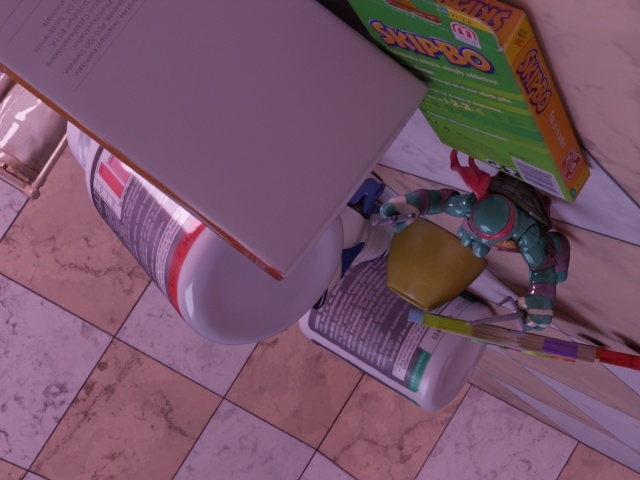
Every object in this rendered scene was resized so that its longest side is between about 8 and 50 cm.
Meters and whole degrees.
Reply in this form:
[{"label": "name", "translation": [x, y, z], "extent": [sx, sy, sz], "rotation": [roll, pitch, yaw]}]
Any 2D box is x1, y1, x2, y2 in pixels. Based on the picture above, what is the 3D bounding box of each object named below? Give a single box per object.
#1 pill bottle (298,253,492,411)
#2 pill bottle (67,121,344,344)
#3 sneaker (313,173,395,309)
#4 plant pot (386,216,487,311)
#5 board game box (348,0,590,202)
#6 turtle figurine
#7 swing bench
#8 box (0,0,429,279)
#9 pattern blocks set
[{"label": "pill bottle", "translation": [0.093, 0.120, 1.816], "extent": [0.361, 0.204, 0.204], "rotation": [29, 173, 25]}, {"label": "pill bottle", "translation": [-0.152, -0.059, 1.262], "extent": [0.363, 0.210, 0.210], "rotation": [44, -177, 39]}, {"label": "sneaker", "translation": [0.000, 0.000, 1.420], "extent": [0.127, 0.182, 0.315], "rotation": [32, 174, 14]}, {"label": "plant pot", "translation": [0.142, 0.038, 1.421], "extent": [0.134, 0.095, 0.134], "rotation": [32, 173, 4]}, {"label": "board game box", "translation": [0.103, -0.108, 0.720], "extent": [0.124, 0.039, 0.259], "rotation": [29, 176, 30]}, {"label": "turtle figurine", "translation": [0.155, -0.002, 0.938], "extent": [0.175, 0.118, 0.234], "rotation": [45, -166, 16]}, {"label": "swing bench", "translation": [-0.475, -0.216, 1.743], "extent": [0.165, 0.253, 0.255], "rotation": [34, 174, -16]}, {"label": "box", "translation": [-0.115, -0.136, 0.809], "extent": [0.345, 0.168, 0.215], "rotation": [37, 176, -1]}, {"label": "pattern blocks set", "translation": [0.269, 0.135, 1.427], "extent": [0.286, 0.026, 0.325], "rotation": [12, 178, -17]}]
